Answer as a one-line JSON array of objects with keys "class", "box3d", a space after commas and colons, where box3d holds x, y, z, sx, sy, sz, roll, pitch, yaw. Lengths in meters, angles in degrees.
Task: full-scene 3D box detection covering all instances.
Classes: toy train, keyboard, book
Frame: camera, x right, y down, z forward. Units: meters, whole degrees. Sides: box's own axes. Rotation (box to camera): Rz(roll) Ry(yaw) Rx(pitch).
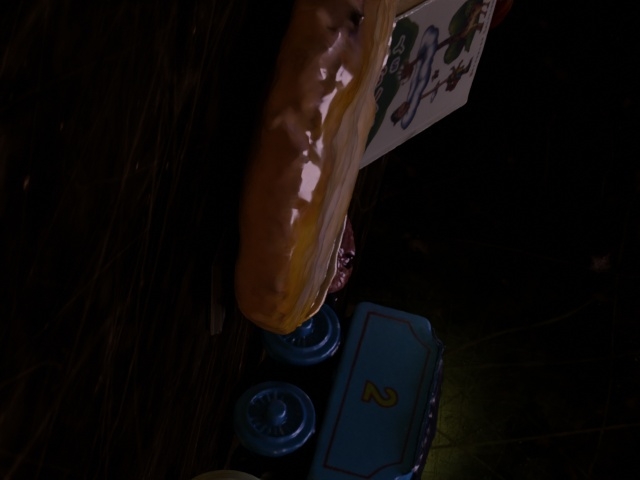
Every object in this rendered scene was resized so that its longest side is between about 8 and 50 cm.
[{"class": "toy train", "box3d": [0.025, 0.224, 1.890, 0.188, 0.265, 0.300, 99, 6, -52]}, {"class": "keyboard", "box3d": [-0.101, 0.042, 1.415, 0.129, 0.015, 0.049, 96, 4, -55]}, {"class": "book", "box3d": [0.107, -0.219, 1.861, 0.371, 0.043, 0.260, -33, 148, -39]}]

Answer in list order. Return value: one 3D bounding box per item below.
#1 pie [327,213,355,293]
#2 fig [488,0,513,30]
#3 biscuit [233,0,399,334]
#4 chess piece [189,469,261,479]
[{"class": "pie", "box3d": [0.000, 0.000, 1.968, 0.153, 0.038, 0.153, 23, 62, -54]}, {"class": "fig", "box3d": [0.218, -0.443, 2.468, 0.235, 0.235, 0.214, -36, 135, -82]}, {"class": "biscuit", "box3d": [-0.011, -0.106, 1.451, 0.446, 0.104, 0.429, -31, 136, -82]}, {"class": "chess piece", "box3d": [-0.112, 0.310, 1.549, 0.272, 0.139, 0.139, 157, -52, -81]}]
